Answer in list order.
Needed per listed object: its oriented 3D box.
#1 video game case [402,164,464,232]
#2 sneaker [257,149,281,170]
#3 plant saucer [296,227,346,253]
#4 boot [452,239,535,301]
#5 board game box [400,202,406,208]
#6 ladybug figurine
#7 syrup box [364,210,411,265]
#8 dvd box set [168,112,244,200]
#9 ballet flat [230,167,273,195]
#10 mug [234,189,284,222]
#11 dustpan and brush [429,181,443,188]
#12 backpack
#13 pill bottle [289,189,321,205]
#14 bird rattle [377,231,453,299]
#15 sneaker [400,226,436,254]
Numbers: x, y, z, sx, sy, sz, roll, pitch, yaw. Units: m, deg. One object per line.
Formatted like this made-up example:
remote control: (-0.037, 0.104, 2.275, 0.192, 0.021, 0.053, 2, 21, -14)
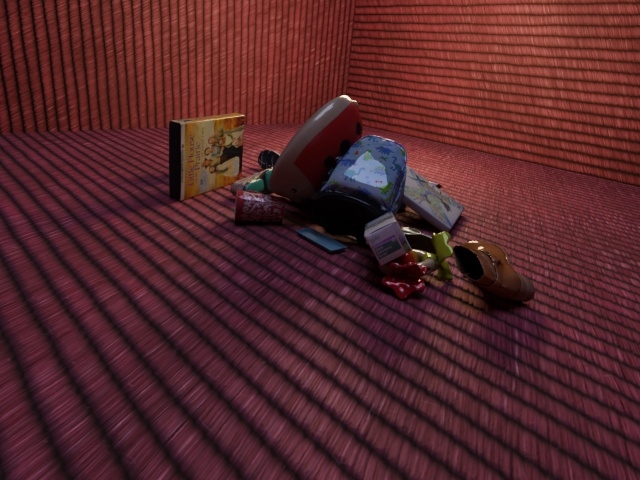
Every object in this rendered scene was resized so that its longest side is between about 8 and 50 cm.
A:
video game case: (0.407, -0.178, 1.831, 0.329, 0.036, 0.300, 39, 32, 9)
sneaker: (-0.187, -0.388, 2.362, 0.283, 0.110, 0.122, 16, 6, 20)
plant saucer: (0.000, 0.000, 1.509, 0.067, 0.018, 0.192, -12, 27, -37)
boot: (0.429, 0.061, 1.269, 0.220, 0.109, 0.283, 19, 26, -31)
board game box: (0.240, -0.178, 1.979, 0.160, 0.039, 0.211, -7, 24, -28)
ladybug figurine: (0.003, -0.320, 1.651, 0.162, 0.449, 0.305, 39, -4, 8)
syrup box: (0.187, -0.011, 1.305, 0.093, 0.096, 0.237, -28, 7, 10)
dvd box set: (-0.461, -0.358, 1.912, 0.062, 0.307, 0.420, 16, 23, 20)
ballet flat: (-0.268, -0.248, 1.960, 0.106, 0.107, 0.316, 8, 19, 28)
mug: (-0.217, -0.132, 1.639, 0.169, 0.113, 0.150, 5, 62, -12)
dustpan and brush: (0.467, -0.258, 2.209, 0.211, 0.060, 0.147, 16, 5, 21)
backpack: (0.164, -0.190, 1.583, 0.290, 0.273, 0.355, 20, 38, 20)
pill bottle: (-0.052, -0.220, 1.864, 0.265, 0.153, 0.153, 18, 25, 29)
bird rattle: (0.254, 0.077, 1.300, 0.253, 0.143, 0.207, -25, 23, -29)
sneaker: (0.324, -0.009, 1.538, 0.192, 0.064, 0.086, 13, 28, 27)
